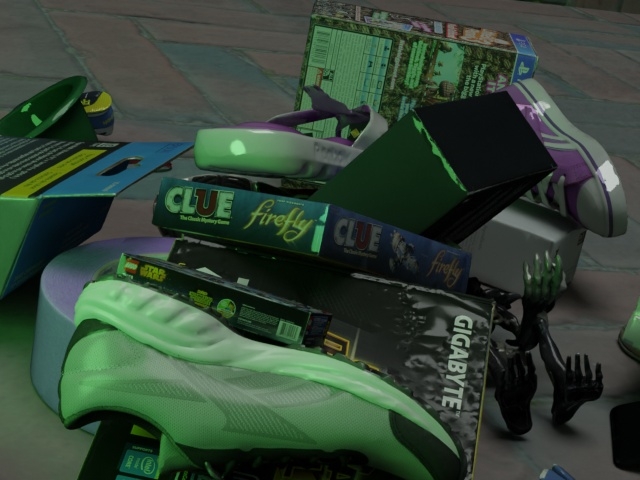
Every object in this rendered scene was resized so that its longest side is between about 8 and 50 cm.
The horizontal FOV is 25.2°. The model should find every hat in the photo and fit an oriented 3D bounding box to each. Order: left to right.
[{"bbox_3d":[-0.294,-0.081,1.718,0.208,0.183,0.173,-37,23,-6],"label":"hat"}]

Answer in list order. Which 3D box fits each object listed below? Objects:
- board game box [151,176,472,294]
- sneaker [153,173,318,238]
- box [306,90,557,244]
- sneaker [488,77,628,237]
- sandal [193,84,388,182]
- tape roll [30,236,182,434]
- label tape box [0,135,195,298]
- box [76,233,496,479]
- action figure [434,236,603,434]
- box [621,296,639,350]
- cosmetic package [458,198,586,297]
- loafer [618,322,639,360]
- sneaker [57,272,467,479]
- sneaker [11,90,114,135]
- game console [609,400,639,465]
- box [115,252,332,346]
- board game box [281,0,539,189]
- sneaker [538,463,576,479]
[{"bbox_3d":[0.000,0.000,1.195,0.165,0.042,0.243,10,-4,33],"label":"board game box"},{"bbox_3d":[-0.058,-0.015,1.587,0.279,0.107,0.118,6,1,-22],"label":"sneaker"},{"bbox_3d":[0.075,-0.027,1.401,0.184,0.261,0.103,-21,75,-54],"label":"box"},{"bbox_3d":[0.234,-0.074,1.660,0.161,0.102,0.282,-19,38,-11],"label":"sneaker"},{"bbox_3d":[0.004,-0.113,1.511,0.169,0.102,0.416,5,4,17],"label":"sandal"},{"bbox_3d":[-0.110,0.087,1.247,0.275,0.090,0.275,9,20,-3],"label":"tape roll"},{"bbox_3d":[-0.307,-0.029,1.351,0.334,0.105,0.240,4,16,13],"label":"label tape box"},{"bbox_3d":[-0.019,0.144,1.002,0.257,0.079,0.322,11,40,5],"label":"box"},{"bbox_3d":[0.162,0.067,1.373,0.164,0.140,0.275,-1,26,-24],"label":"action figure"},{"bbox_3d":[0.386,0.073,1.485,0.067,0.063,0.324,26,13,20],"label":"box"},{"bbox_3d":[0.183,-0.012,1.685,0.231,0.085,0.117,23,22,26],"label":"cosmetic package"},{"bbox_3d":[0.350,0.111,1.491,0.045,0.039,0.125,5,20,-14],"label":"loafer"},{"bbox_3d":[-0.039,0.115,0.916,0.272,0.108,0.100,18,-18,2],"label":"sneaker"},{"bbox_3d":[-0.337,-0.156,1.872,0.144,0.059,0.053,-1,49,12],"label":"sneaker"},{"bbox_3d":[0.329,0.189,1.304,0.107,0.071,0.122,40,20,-5],"label":"game console"},{"bbox_3d":[-0.065,0.042,0.992,0.137,0.027,0.094,17,-1,10],"label":"box"},{"bbox_3d":[0.112,-0.169,1.863,0.291,0.232,0.141,11,19,-1],"label":"board game box"},{"bbox_3d":[0.192,0.247,0.898,0.182,0.127,0.315,15,18,18],"label":"sneaker"}]
